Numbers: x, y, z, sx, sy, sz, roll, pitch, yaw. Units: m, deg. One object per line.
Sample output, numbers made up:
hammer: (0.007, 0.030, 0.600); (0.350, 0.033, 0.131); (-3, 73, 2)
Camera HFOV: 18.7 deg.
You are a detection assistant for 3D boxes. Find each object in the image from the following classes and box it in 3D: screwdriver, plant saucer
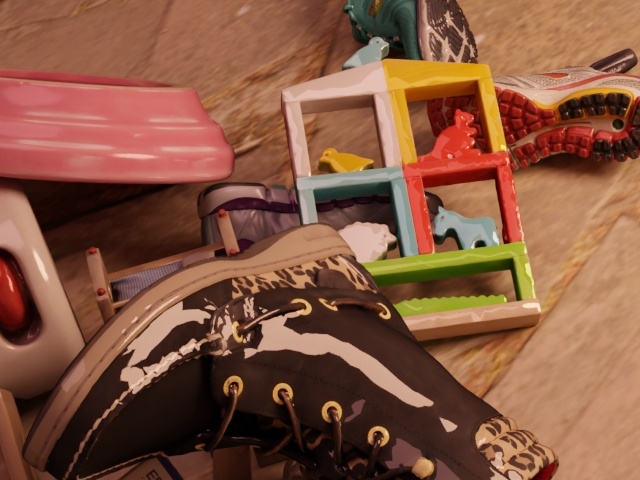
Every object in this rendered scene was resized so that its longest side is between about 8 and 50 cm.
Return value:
screwdriver: (0.230, -0.137, 1.869); (0.170, 0.025, 0.024); (-31, 46, -4)
plant saucer: (-0.242, -0.109, 1.773); (0.332, 0.084, 0.332); (4, 6, 0)

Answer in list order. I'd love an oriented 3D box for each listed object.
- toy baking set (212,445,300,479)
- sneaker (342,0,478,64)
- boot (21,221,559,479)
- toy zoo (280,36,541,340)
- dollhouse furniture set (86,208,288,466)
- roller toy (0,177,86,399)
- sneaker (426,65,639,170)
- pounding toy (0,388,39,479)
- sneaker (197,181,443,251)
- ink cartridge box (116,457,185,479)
toy baking set: (0.005, 0.252, 1.519); (0.256, 0.030, 0.197); (17, 47, 20)
sneaker: (0.083, -0.226, 1.955); (0.110, 0.107, 0.275); (-30, 38, 11)
boot: (-0.009, 0.146, 1.427); (0.284, 0.138, 0.377); (42, 32, 15)
toy zoo: (0.073, -0.051, 1.715); (0.192, 0.030, 0.293); (-7, 65, -4)
dollhouse furniture set: (-0.109, 0.091, 1.639); (0.129, 0.129, 0.184); (-17, 44, -2)
roller toy: (-0.297, 0.050, 1.681); (0.146, 0.209, 0.191); (-22, 50, -7)
sneaker: (0.209, -0.116, 1.815); (0.225, 0.088, 0.093); (4, 26, 18)
pounding toy: (-0.325, 0.238, 1.569); (0.206, 0.094, 0.181); (-18, 84, -4)
sneaker: (0.000, 0.000, 1.764); (0.223, 0.083, 0.098); (0, 82, -1)
ink cartridge box: (-0.214, 0.330, 1.404); (0.371, 0.069, 0.176); (-36, 90, -19)
